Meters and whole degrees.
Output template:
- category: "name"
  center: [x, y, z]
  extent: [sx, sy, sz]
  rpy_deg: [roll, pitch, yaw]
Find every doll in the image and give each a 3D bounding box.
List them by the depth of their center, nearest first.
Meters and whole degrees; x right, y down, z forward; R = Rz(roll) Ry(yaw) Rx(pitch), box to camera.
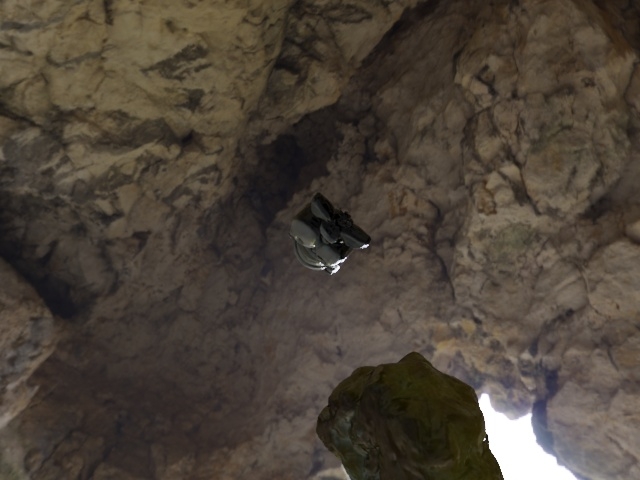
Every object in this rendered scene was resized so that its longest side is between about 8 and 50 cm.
- category: "doll"
  center: [0.000, 0.000, 0.697]
  extent: [0.091, 0.067, 0.219]
  rpy_deg: [44, -18, 1]

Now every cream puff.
- category: "cream puff"
  center: [0.127, 0.276, 0.694]
  extent: [0.282, 0.185, 0.282]
  rpy_deg: [18, -68, 51]
